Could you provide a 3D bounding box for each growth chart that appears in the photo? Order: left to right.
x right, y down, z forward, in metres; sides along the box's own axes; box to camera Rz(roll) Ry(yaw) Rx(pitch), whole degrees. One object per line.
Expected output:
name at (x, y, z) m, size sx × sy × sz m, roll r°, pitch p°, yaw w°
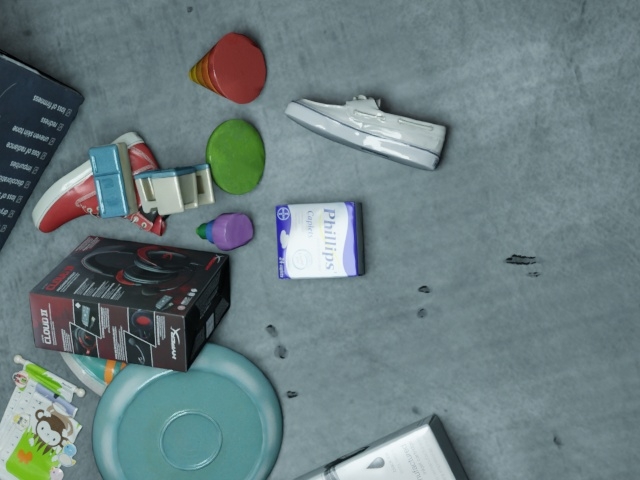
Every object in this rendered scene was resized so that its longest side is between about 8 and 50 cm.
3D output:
growth chart at (-0.508, 0.344, 1.762) m, size 0.172 × 0.021 × 0.237 m, roll 20°, pitch 93°, yaw 11°

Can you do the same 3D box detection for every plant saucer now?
plant saucer at (-0.215, 0.324, 1.621) m, size 0.317 × 0.044 × 0.318 m, roll -2°, pitch 99°, yaw -12°

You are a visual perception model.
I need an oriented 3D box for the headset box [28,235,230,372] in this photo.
headset box at (-0.320, 0.096, 1.620) m, size 0.293 × 0.218 × 0.110 m, roll 8°, pitch 117°, yaw 13°

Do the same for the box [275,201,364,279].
box at (0.000, 0.000, 1.640) m, size 0.137 × 0.072 × 0.126 m, roll -3°, pitch 88°, yaw 11°

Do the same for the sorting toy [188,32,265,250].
sorting toy at (-0.180, -0.166, 1.686) m, size 0.126 × 0.127 × 0.366 m, roll 2°, pitch 91°, yaw 41°

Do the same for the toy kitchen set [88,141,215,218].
toy kitchen set at (-0.290, -0.100, 1.565) m, size 0.207 × 0.166 × 0.122 m, roll -7°, pitch 96°, yaw 17°

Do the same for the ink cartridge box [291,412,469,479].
ink cartridge box at (0.092, 0.448, 1.577) m, size 0.307 × 0.129 × 0.223 m, roll -27°, pitch 83°, yaw 10°

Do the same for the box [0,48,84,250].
box at (-0.683, -0.128, 1.537) m, size 0.297 × 0.480 × 0.472 m, roll 28°, pitch 92°, yaw 10°

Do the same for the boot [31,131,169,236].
boot at (-0.369, -0.049, 1.715) m, size 0.244 × 0.088 × 0.176 m, roll -36°, pitch 83°, yaw 5°

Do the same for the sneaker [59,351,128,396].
sneaker at (-0.315, 0.229, 1.686) m, size 0.302 × 0.108 × 0.121 m, roll 42°, pitch 96°, yaw 2°

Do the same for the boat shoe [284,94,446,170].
boat shoe at (0.076, -0.195, 1.621) m, size 0.267 × 0.096 × 0.088 m, roll 19°, pitch 88°, yaw 11°
